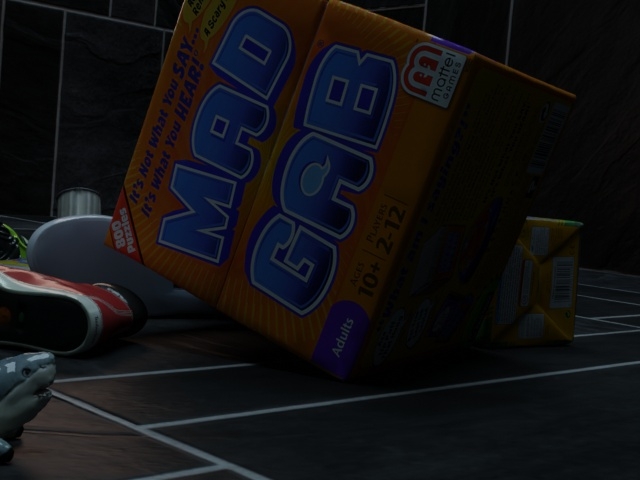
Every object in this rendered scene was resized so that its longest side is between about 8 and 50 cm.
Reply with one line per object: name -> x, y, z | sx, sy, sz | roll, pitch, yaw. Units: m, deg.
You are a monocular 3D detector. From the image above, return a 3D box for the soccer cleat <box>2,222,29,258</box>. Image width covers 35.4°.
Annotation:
soccer cleat -> -0.504, 0.020, 1.666 | 0.179, 0.060, 0.072 | 30, -24, -31

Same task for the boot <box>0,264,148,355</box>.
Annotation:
boot -> -0.327, 0.068, 1.127 | 0.244, 0.088, 0.176 | 14, 5, 12

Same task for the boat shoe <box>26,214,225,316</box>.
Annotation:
boat shoe -> -0.241, 0.032, 1.409 | 0.367, 0.135, 0.156 | 6, 2, -31

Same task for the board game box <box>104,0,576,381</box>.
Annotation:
board game box -> 0.033, -0.087, 1.204 | 0.356, 0.356, 0.356 | 27, 13, 26

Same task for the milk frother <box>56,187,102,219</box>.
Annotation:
milk frother -> -0.466, -0.010, 1.785 | 0.143, 0.134, 0.129 | 8, -31, -25

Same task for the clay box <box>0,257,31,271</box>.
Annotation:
clay box -> -0.402, 0.058, 1.433 | 0.128, 0.053, 0.222 | 6, 2, 16

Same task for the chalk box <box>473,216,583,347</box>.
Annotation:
chalk box -> 0.210, 0.045, 1.470 | 0.179, 0.180, 0.289 | 3, 3, -37

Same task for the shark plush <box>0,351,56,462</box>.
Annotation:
shark plush -> -0.265, 0.105, 0.684 | 0.161, 0.067, 0.073 | 5, 4, 1

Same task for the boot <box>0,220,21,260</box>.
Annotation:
boot -> -0.583, 0.004, 1.573 | 0.246, 0.094, 0.207 | 42, -31, -5
